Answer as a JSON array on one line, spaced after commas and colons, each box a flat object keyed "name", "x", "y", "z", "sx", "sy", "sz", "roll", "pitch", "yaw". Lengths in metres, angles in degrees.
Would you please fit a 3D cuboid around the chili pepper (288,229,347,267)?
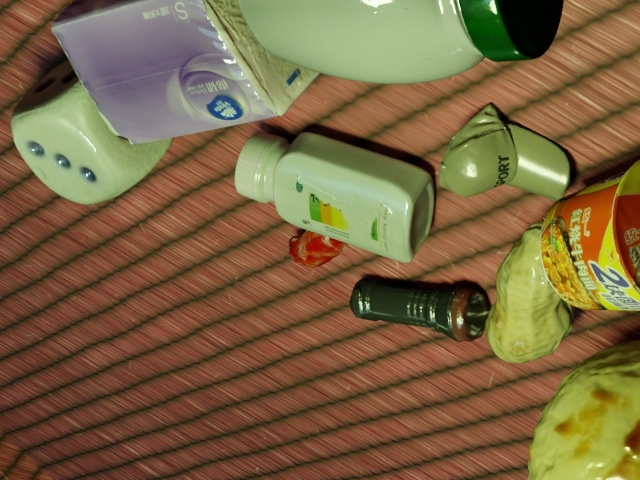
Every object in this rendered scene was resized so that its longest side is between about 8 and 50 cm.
[{"name": "chili pepper", "x": 0.000, "y": 0.000, "z": 2.227, "sx": 0.073, "sy": 0.070, "sz": 0.123, "roll": 53, "pitch": 145, "yaw": 4}]

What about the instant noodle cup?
[{"name": "instant noodle cup", "x": 0.404, "y": 0.005, "z": 1.812, "sx": 0.213, "sy": 0.213, "sz": 0.174, "roll": 48, "pitch": 150, "yaw": -16}]

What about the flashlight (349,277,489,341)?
[{"name": "flashlight", "x": 0.156, "y": 0.107, "z": 2.214, "sx": 0.232, "sy": 0.093, "sz": 0.093, "roll": 7, "pitch": 135, "yaw": 40}]

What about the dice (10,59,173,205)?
[{"name": "dice", "x": -0.364, "y": -0.186, "z": 2.203, "sx": 0.191, "sy": 0.194, "sz": 0.193, "roll": -7, "pitch": 128, "yaw": 44}]

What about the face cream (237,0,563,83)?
[{"name": "face cream", "x": 0.092, "y": -0.311, "z": 1.653, "sx": 0.357, "sy": 0.220, "sz": 0.312, "roll": 2, "pitch": 160, "yaw": 32}]

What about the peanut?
[{"name": "peanut", "x": 0.316, "y": 0.081, "z": 2.017, "sx": 0.130, "sy": 0.130, "sz": 0.290, "roll": 23, "pitch": 143, "yaw": 17}]

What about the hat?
[{"name": "hat", "x": 0.257, "y": -0.096, "z": 1.900, "sx": 0.175, "sy": 0.085, "sz": 0.147, "roll": 24, "pitch": 141, "yaw": 17}]

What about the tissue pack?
[{"name": "tissue pack", "x": -0.204, "y": -0.280, "z": 1.998, "sx": 0.338, "sy": 0.160, "sz": 0.242, "roll": -7, "pitch": 126, "yaw": 42}]

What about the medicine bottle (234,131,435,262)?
[{"name": "medicine bottle", "x": 0.021, "y": -0.077, "z": 2.089, "sx": 0.296, "sy": 0.111, "sz": 0.161, "roll": 21, "pitch": 140, "yaw": 21}]

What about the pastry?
[{"name": "pastry", "x": 0.489, "y": 0.333, "z": 1.937, "sx": 0.388, "sy": 0.388, "sz": 0.312, "roll": 44, "pitch": 169, "yaw": -11}]
